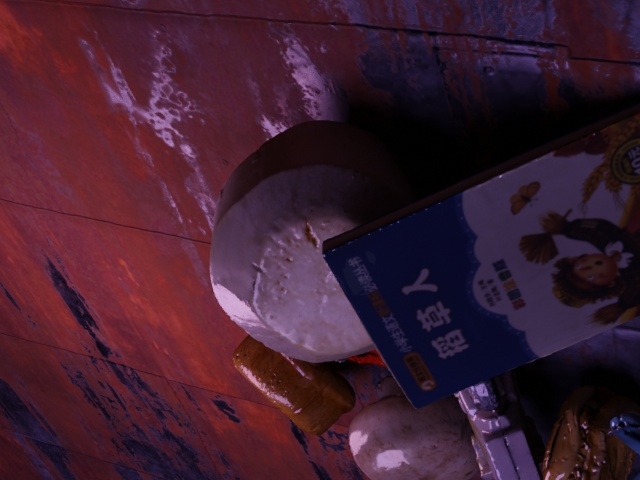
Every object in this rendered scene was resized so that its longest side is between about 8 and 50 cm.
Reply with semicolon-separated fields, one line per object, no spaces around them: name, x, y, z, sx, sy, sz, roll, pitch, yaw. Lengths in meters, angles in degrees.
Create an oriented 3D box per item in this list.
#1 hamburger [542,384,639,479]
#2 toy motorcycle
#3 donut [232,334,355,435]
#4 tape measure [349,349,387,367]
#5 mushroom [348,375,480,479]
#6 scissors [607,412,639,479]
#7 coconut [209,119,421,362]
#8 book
hamburger;0.401;0.317;1.872;0.108;0.213;0.213;11;143;27
toy motorcycle;0.272;0.280;1.932;0.108;0.223;0.340;-21;112;5
donut;-0.046;0.233;2.161;0.226;0.114;0.226;42;174;5
tape measure;0.005;0.083;1.953;0.253;0.114;0.260;3;142;40
mushroom;0.180;0.310;2.082;0.189;0.195;0.254;-19;154;26
scissors;0.496;0.312;1.819;0.180;0.032;0.393;-23;145;25
coconut;0.000;0.000;1.687;0.323;0.323;0.323;21;147;15
book;0.250;0.025;1.521;0.428;0.039;0.300;-25;128;9
